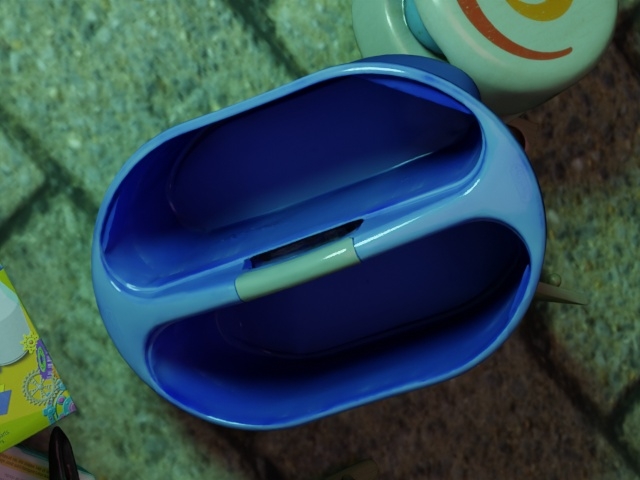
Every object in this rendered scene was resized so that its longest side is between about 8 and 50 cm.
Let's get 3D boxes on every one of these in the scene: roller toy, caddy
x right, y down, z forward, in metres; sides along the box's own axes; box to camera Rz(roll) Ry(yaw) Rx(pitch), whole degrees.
[{"bbox_3d":[0.137,-0.193,1.273,0.209,0.146,0.191,21,69,-20],"label":"roller toy"},{"bbox_3d":[0.000,0.000,1.162,0.341,0.179,0.241,-20,101,17],"label":"caddy"}]

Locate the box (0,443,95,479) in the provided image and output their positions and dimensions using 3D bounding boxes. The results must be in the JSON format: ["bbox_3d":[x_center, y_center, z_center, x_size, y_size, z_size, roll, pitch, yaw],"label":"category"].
[{"bbox_3d":[-0.265,0.272,1.193,0.100,0.060,0.244,24,83,-20],"label":"box"}]

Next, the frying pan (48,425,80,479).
[{"bbox_3d":[-0.183,0.321,1.148,0.053,0.197,0.326,-8,123,12],"label":"frying pan"}]

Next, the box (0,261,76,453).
[{"bbox_3d":[-0.372,0.059,1.083,0.290,0.177,0.279,-30,101,-18],"label":"box"}]

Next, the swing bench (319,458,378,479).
[{"bbox_3d":[-0.021,0.341,1.243,0.255,0.165,0.253,-16,98,-15],"label":"swing bench"}]

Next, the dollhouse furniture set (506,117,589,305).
[{"bbox_3d":[0.147,-0.038,1.314,0.144,0.123,0.151,15,86,-22],"label":"dollhouse furniture set"}]
